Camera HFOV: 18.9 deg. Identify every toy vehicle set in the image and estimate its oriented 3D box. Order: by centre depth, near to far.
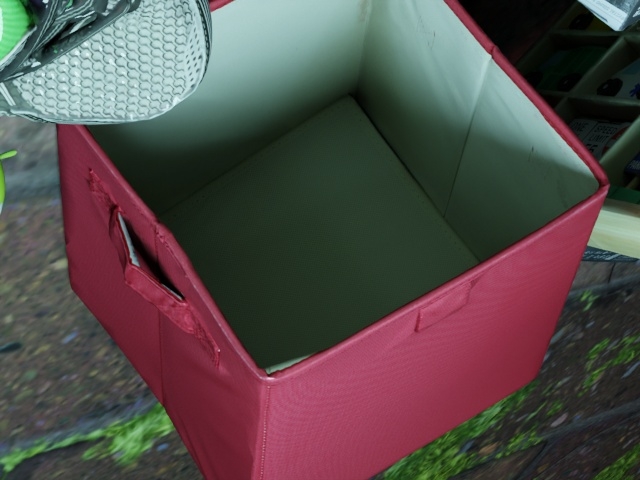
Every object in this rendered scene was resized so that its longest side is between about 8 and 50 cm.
[{"bbox_3d":[0.167,-0.071,0.979,0.166,0.035,0.267,-48,-160,-10],"label":"toy vehicle set"}]

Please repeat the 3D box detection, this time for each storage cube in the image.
[{"bbox_3d":[0.000,0.000,0.933,0.215,0.184,0.193,-29,156,-20],"label":"storage cube"}]

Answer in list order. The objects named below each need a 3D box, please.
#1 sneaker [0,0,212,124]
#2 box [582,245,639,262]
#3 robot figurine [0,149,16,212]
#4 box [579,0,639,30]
[{"bbox_3d":[-0.134,-0.086,0.633,0.134,0.146,0.343,-44,157,14],"label":"sneaker"},{"bbox_3d":[0.225,-0.047,1.260,0.183,0.059,0.232,-27,165,30],"label":"box"},{"bbox_3d":[-0.178,-0.022,0.785,0.101,0.067,0.115,-41,159,33],"label":"robot figurine"},{"bbox_3d":[0.248,-0.248,0.906,0.307,0.076,0.242,-30,157,-42],"label":"box"}]
